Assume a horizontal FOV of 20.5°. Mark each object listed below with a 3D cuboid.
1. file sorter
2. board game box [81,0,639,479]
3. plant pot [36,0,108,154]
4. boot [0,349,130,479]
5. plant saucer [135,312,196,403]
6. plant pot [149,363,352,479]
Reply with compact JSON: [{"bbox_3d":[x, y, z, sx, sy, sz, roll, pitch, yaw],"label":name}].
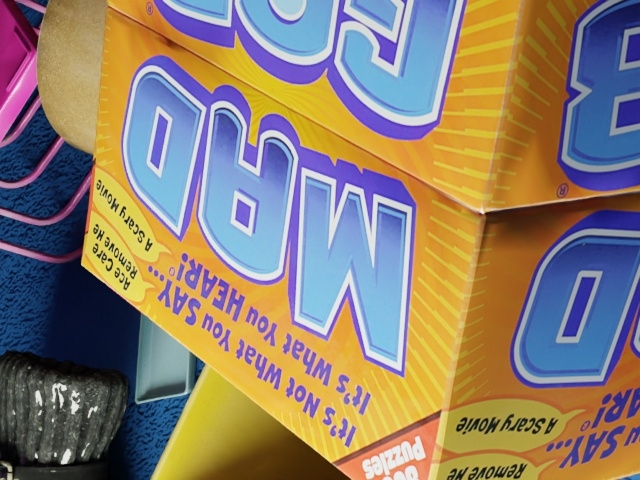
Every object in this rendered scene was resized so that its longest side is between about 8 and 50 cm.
[{"bbox_3d":[-0.297,-0.143,1.674,0.202,0.182,0.291,-54,45,17],"label":"file sorter"},{"bbox_3d":[0.112,-0.099,1.057,0.356,0.356,0.356,33,122,46],"label":"board game box"},{"bbox_3d":[-0.057,-0.130,1.425,0.254,0.237,0.237,29,97,32],"label":"plant pot"},{"bbox_3d":[-0.196,0.238,1.472,0.348,0.131,0.260,16,86,47],"label":"boot"},{"bbox_3d":[-0.130,0.048,1.560,0.067,0.018,0.192,-15,65,41],"label":"plant saucer"},{"bbox_3d":[0.038,0.162,1.231,0.212,0.187,0.212,31,98,46],"label":"plant pot"}]
